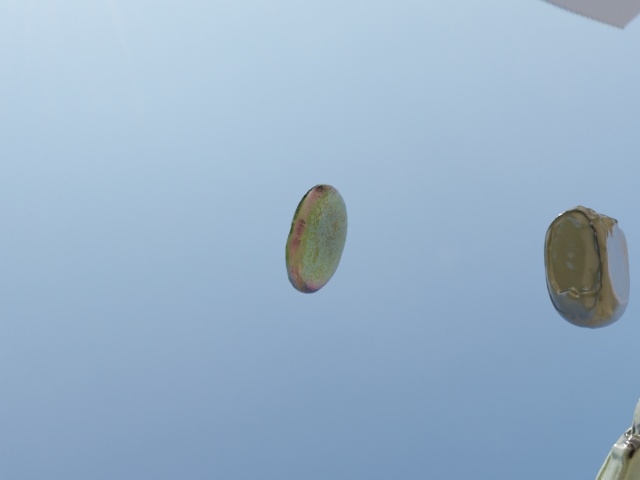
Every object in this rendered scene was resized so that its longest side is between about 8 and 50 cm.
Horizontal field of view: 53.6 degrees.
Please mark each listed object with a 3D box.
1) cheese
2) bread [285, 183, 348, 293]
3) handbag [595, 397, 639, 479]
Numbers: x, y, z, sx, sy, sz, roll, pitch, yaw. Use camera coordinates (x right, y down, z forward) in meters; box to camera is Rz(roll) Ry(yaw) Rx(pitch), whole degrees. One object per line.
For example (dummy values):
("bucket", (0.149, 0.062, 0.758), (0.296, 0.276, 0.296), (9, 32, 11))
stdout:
("cheese", (0.394, 0.038, 0.925), (0.202, 0.091, 0.176), (-3, -92, -55))
("bread", (0.000, 0.000, 1.269), (0.033, 0.229, 0.229), (15, -123, 27))
("handbag", (0.338, 0.223, 0.510), (0.256, 0.079, 0.219), (25, -97, -8))
